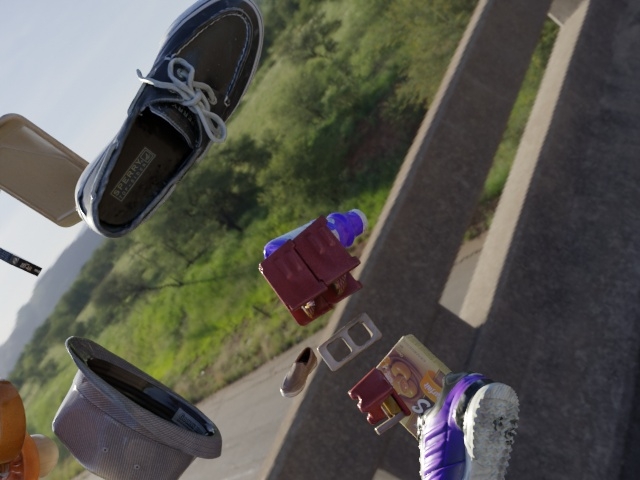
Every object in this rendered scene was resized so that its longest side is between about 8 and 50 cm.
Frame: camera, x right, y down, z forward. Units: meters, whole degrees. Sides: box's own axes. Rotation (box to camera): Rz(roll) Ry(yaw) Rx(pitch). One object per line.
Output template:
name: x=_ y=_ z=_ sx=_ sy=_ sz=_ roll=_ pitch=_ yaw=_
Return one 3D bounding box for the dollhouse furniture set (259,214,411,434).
dollhouse furniture set: x=0.059 y=0.163 z=1.228 sx=0.152 sy=0.374 sz=0.201 roll=-36 pitch=-14 yaw=-6

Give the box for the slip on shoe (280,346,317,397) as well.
slip on shoe: x=-0.046 y=0.276 z=1.399 sx=0.052 sy=0.041 sz=0.135 roll=7 pitch=29 yaw=27

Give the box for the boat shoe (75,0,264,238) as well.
boat shoe: x=-0.152 y=-0.137 z=0.700 sx=0.306 sy=0.113 sz=0.105 roll=-52 pitch=25 yaw=-8

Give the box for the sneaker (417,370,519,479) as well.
sneaker: x=0.198 y=0.334 z=1.005 sx=0.146 sy=0.102 sz=0.293 roll=21 pitch=96 yaw=59

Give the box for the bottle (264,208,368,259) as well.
bottle: x=0.000 y=0.000 z=1.586 sx=0.118 sy=0.092 sz=0.283 roll=12 pitch=30 yaw=43

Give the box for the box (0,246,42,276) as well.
box: x=-0.534 y=0.032 z=1.150 sx=0.083 sy=0.067 sz=0.018 roll=19 pitch=77 yaw=32

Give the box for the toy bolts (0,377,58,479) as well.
toy bolts: x=-0.348 y=0.289 z=0.825 sx=0.159 sy=0.228 sz=0.218 roll=2 pitch=-54 yaw=-56

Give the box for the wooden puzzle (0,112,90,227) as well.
wooden puzzle: x=-0.471 y=-0.115 z=1.132 sx=0.221 sy=0.239 sz=0.044 roll=-19 pitch=49 yaw=39

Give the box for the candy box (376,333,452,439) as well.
candy box: x=0.290 y=0.425 z=1.773 sx=0.183 sy=0.316 sz=0.088 roll=-52 pitch=-19 yaw=12

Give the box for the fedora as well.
fedora: x=-0.281 y=0.266 z=0.958 sx=0.124 sy=0.275 sz=0.244 roll=-56 pitch=15 yaw=-7
